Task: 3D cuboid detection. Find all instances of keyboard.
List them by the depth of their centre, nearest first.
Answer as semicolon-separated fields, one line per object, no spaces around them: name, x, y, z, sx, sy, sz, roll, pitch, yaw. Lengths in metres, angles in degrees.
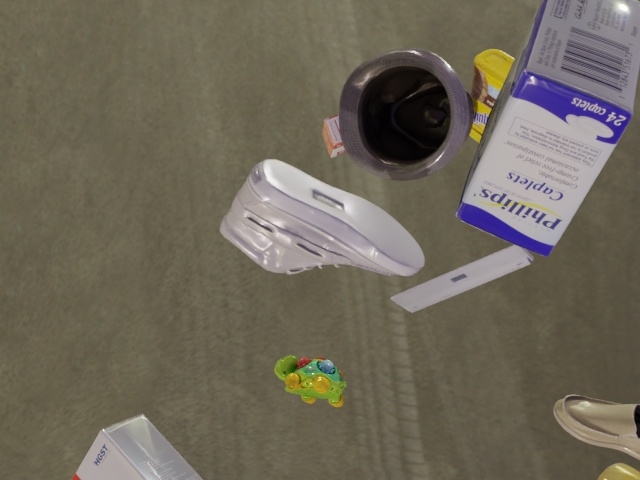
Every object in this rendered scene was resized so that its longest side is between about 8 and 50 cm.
keyboard;0.251;0.069;1.595;0.072;0.256;0.014;39;34;-44

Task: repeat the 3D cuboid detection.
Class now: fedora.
fedora;0.179;-0.236;1.693;0.124;0.275;0.243;-8;93;-50

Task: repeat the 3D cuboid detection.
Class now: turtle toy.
turtle toy;-0.017;0.221;1.447;0.130;0.095;0.066;4;64;24

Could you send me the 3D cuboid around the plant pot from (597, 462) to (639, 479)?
plant pot;0.534;0.455;1.512;0.134;0.095;0.134;-4;96;-33

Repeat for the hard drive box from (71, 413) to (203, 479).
hard drive box;-0.241;0.392;1.250;0.232;0.181;0.089;41;24;21

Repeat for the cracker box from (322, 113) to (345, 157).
cracker box;0.123;-0.266;2.026;0.232;0.156;0.067;-20;86;-3

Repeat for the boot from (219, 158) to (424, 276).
boot;0.000;0.000;1.163;0.258;0.123;0.095;29;35;-15

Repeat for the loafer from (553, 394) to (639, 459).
loafer;0.608;0.369;1.808;0.268;0.092;0.102;19;37;18

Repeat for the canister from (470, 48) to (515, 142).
canister;0.332;-0.255;1.662;0.073;0.170;0.126;-31;54;-22

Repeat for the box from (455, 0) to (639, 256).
box;0.156;-0.085;0.606;0.072;0.137;0.126;22;48;5
